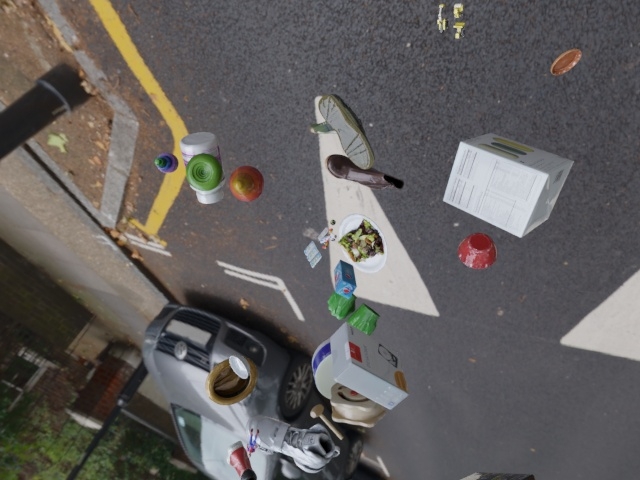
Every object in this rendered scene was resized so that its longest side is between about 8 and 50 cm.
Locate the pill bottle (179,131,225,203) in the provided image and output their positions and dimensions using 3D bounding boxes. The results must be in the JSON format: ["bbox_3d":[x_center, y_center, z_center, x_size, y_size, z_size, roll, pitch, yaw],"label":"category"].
[{"bbox_3d":[-0.536,-0.331,1.947,0.169,0.169,0.302,14,129,21],"label":"pill bottle"}]

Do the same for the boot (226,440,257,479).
[{"bbox_3d":[-0.314,0.944,1.722,0.176,0.088,0.244,53,154,29],"label":"boot"}]

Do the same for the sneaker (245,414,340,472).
[{"bbox_3d":[-0.101,0.766,1.634,0.365,0.138,0.210,32,133,-8],"label":"sneaker"}]

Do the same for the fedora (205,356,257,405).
[{"bbox_3d":[-0.329,0.500,1.531,0.194,0.194,0.079,45,166,-26],"label":"fedora"}]

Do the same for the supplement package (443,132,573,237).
[{"bbox_3d":[0.553,-0.176,1.257,0.262,0.199,0.198,33,130,35],"label":"supplement package"}]

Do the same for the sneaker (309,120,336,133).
[{"bbox_3d":[0.048,-0.533,1.907,0.191,0.064,0.086,2,127,-5],"label":"sneaker"}]

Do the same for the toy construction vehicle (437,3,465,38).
[{"bbox_3d":[0.408,-0.685,1.315,0.085,0.035,0.098,29,144,37],"label":"toy construction vehicle"}]

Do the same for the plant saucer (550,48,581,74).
[{"bbox_3d":[0.690,-0.504,1.184,0.083,0.013,0.084,-16,153,-8],"label":"plant saucer"}]

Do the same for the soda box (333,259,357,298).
[{"bbox_3d":[0.105,0.165,1.831,0.071,0.210,0.067,25,109,-10],"label":"soda box"}]

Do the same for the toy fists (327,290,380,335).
[{"bbox_3d":[0.153,0.346,2.027,0.279,0.142,0.096,38,-175,27],"label":"toy fists"}]

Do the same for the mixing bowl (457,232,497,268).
[{"bbox_3d":[0.743,0.032,1.970,0.181,0.182,0.098,15,155,20],"label":"mixing bowl"}]

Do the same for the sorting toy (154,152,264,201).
[{"bbox_3d":[-0.372,-0.216,1.371,0.364,0.127,0.126,15,-171,0],"label":"sorting toy"}]

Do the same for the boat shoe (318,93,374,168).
[{"bbox_3d":[0.084,-0.299,1.131,0.080,0.073,0.224,-27,103,48],"label":"boat shoe"}]

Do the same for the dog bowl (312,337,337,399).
[{"bbox_3d":[0.100,0.531,1.745,0.264,0.104,0.265,-2,111,-6],"label":"dog bowl"}]

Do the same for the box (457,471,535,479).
[{"bbox_3d":[0.446,0.664,1.120,0.190,0.045,0.184,8,152,-40],"label":"box"}]

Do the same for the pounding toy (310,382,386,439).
[{"bbox_3d":[0.112,0.635,1.576,0.269,0.154,0.155,0,103,23],"label":"pounding toy"}]

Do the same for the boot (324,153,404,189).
[{"bbox_3d":[0.160,-0.250,1.527,0.248,0.090,0.206,18,180,-36],"label":"boot"}]

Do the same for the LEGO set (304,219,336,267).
[{"bbox_3d":[0.000,0.000,2.174,0.060,0.244,0.182,35,-167,-27],"label":"LEGO set"}]

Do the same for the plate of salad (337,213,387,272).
[{"bbox_3d":[0.124,0.014,1.322,0.199,0.048,0.200,25,126,39],"label":"plate of salad"}]

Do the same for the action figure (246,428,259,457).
[{"bbox_3d":[-0.252,0.750,1.546,0.038,0.030,0.115,10,107,-9],"label":"action figure"}]

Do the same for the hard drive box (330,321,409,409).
[{"bbox_3d":[0.149,0.392,1.322,0.232,0.181,0.089,32,114,-20],"label":"hard drive box"}]

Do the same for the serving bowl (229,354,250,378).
[{"bbox_3d":[-0.247,0.389,1.315,0.083,0.027,0.084,21,126,32],"label":"serving bowl"}]
